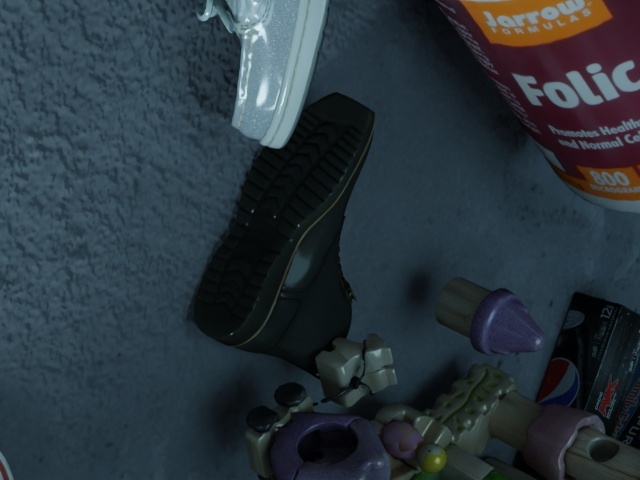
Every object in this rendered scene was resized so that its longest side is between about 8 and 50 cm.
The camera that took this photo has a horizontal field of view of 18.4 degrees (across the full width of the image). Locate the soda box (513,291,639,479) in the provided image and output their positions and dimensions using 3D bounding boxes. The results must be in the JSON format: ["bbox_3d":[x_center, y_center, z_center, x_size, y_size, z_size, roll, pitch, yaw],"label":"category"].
[{"bbox_3d":[0.231,0.136,1.745,0.060,0.053,0.169,23,85,-47],"label":"soda box"}]

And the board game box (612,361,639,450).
[{"bbox_3d":[0.346,0.232,1.880,0.336,0.079,0.254,-55,135,-18],"label":"board game box"}]

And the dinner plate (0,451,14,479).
[{"bbox_3d":[-0.257,0.187,1.280,0.141,0.017,0.141,-17,115,-41],"label":"dinner plate"}]

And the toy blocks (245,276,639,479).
[{"bbox_3d":[0.144,0.219,1.500,0.288,0.260,0.309,-39,137,-30],"label":"toy blocks"}]

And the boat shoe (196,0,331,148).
[{"bbox_3d":[-0.039,-0.221,1.318,0.118,0.103,0.320,-88,-177,-72],"label":"boat shoe"}]

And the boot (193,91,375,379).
[{"bbox_3d":[0.000,0.000,1.456,0.198,0.077,0.137,-56,141,2],"label":"boot"}]

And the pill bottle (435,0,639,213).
[{"bbox_3d":[0.194,-0.214,1.464,0.224,0.224,0.392,-57,135,-16],"label":"pill bottle"}]
